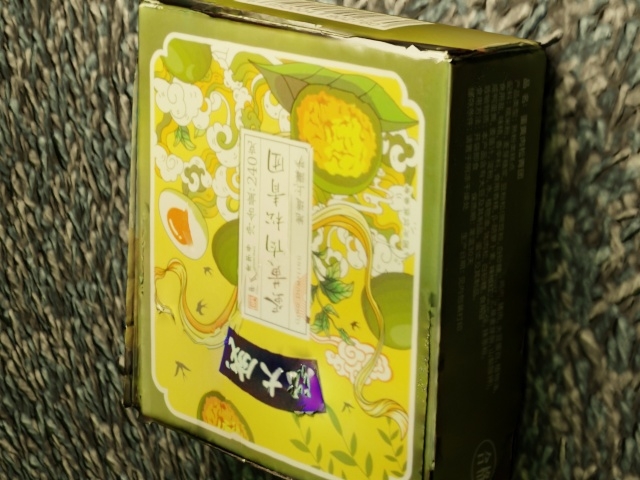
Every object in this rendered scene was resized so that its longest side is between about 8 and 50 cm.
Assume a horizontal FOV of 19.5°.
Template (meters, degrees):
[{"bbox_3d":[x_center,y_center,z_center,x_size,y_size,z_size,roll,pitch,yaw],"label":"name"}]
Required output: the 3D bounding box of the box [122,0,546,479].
[{"bbox_3d":[0.000,0.000,1.633,0.373,0.138,0.420,16,111,40],"label":"box"}]
